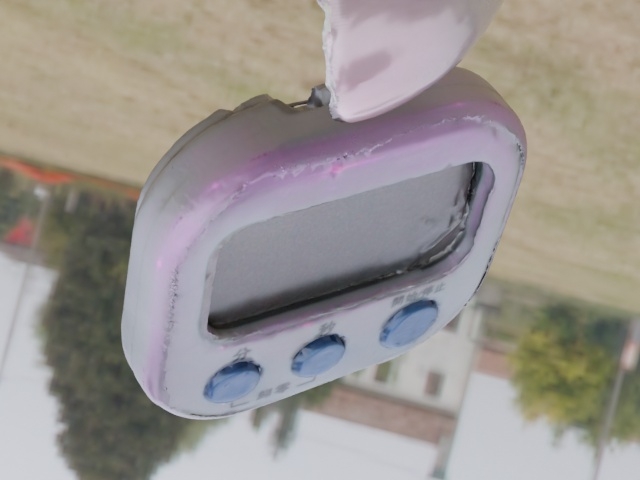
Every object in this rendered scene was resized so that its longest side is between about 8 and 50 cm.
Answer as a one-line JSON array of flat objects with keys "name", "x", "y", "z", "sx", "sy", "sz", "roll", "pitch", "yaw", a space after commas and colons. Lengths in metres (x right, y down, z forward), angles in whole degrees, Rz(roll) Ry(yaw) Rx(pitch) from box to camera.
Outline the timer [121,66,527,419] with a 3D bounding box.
[{"name": "timer", "x": 0.000, "y": 0.000, "z": 0.759, "sx": 0.208, "sy": 0.191, "sz": 0.069, "roll": -15, "pitch": -128, "yaw": -26}]

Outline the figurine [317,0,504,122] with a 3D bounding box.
[{"name": "figurine", "x": 0.156, "y": -0.099, "z": 0.552, "sx": 0.315, "sy": 0.206, "sz": 0.284, "roll": 2, "pitch": -165, "yaw": 15}]
